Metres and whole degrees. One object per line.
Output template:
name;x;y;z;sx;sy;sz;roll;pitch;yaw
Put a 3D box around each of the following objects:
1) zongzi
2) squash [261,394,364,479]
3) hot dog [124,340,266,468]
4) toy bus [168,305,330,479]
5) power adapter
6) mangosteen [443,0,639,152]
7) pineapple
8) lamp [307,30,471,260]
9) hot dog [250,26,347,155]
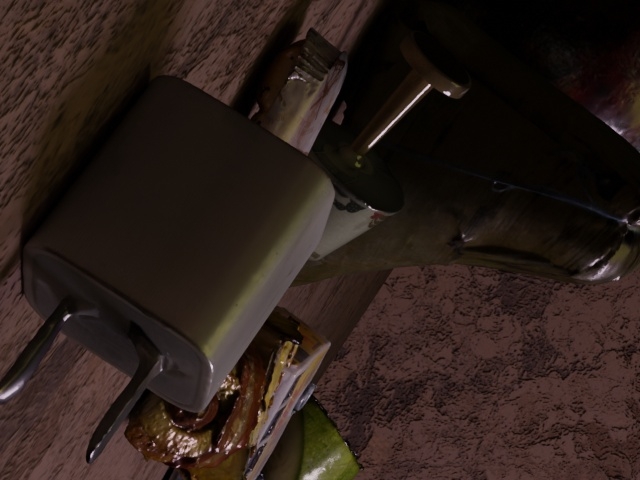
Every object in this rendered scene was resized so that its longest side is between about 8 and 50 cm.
zongzi;0.111;-0.001;1.822;0.360;0.323;0.160;-53;163;10
squash;-0.094;0.308;2.513;0.260;0.189;0.189;-36;171;-7
hot dog;-0.109;0.157;1.852;0.146;0.103;0.213;-57;173;5
toy bus;-0.102;0.242;2.388;0.342;0.097;0.138;-61;171;27
power adapter;-0.102;0.030;1.111;0.205;0.130;0.125;-54;174;-22
mangosteen;0.231;-0.172;1.998;0.359;0.306;0.306;-50;175;6
pineapple;-0.090;0.143;2.025;0.186;0.114;0.236;113;1;-57
lamp;0.039;-0.081;1.702;0.215;0.121;0.121;-47;179;21
hot dog;-0.042;-0.069;1.443;0.191;0.059;0.108;-60;172;8
